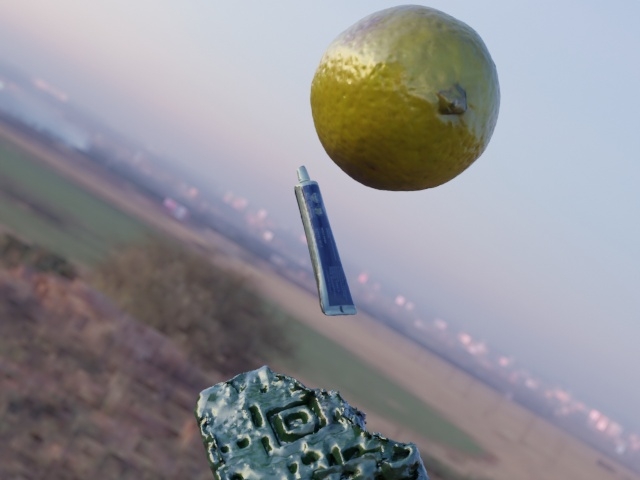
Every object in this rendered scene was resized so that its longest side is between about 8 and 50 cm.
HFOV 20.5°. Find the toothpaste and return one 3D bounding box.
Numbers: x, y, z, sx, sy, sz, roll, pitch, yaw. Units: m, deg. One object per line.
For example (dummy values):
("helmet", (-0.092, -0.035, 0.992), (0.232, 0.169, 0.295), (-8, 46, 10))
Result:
("toothpaste", (0.000, 0.000, 1.529), (0.037, 0.140, 0.021), (-3, -20, -38))

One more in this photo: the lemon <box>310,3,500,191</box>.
("lemon", (0.109, -0.183, 2.284), (0.267, 0.267, 0.267), (30, 0, 0))

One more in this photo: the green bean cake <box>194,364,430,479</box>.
("green bean cake", (-0.013, 0.199, 1.686), (0.208, 0.193, 0.107), (-115, -179, -51))
